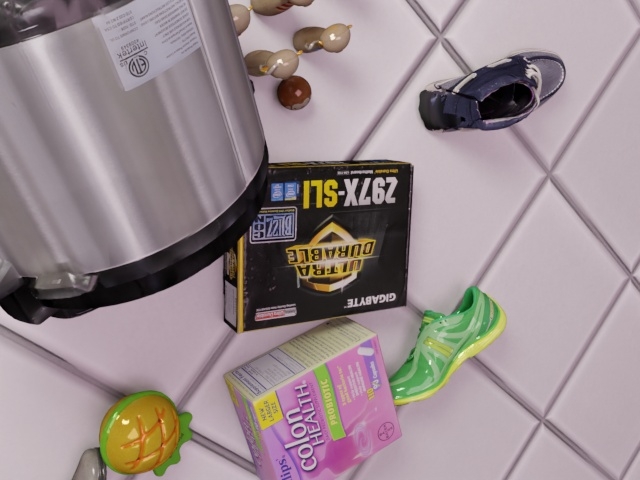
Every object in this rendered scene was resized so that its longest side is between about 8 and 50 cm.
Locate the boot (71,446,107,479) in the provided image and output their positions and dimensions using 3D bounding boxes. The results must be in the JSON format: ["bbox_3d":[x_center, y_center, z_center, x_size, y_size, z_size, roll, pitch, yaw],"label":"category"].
[{"bbox_3d":[-0.409,0.410,0.978,0.161,0.083,0.247,18,90,-27],"label":"boot"}]

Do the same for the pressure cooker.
[{"bbox_3d":[-0.252,-0.128,0.752,0.369,0.376,0.420,-16,130,-2],"label":"pressure cooker"}]

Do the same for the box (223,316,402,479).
[{"bbox_3d":[-0.008,0.281,1.160,0.243,0.117,0.214,-24,112,-24],"label":"box"}]

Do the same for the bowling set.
[{"bbox_3d":[-0.027,-0.291,0.994,0.287,0.154,0.200,-36,117,-18],"label":"bowling set"}]

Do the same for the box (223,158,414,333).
[{"bbox_3d":[0.000,0.000,1.125,0.322,0.079,0.257,-5,102,-30],"label":"box"}]

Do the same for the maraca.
[{"bbox_3d":[-0.257,0.293,1.031,0.127,0.099,0.186,-61,145,-13],"label":"maraca"}]

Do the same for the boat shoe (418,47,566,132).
[{"bbox_3d":[0.353,-0.263,1.224,0.340,0.158,0.127,-24,113,-24],"label":"boat shoe"}]

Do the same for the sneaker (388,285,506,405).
[{"bbox_3d":[0.215,0.197,1.297,0.295,0.109,0.123,-38,95,-16],"label":"sneaker"}]
